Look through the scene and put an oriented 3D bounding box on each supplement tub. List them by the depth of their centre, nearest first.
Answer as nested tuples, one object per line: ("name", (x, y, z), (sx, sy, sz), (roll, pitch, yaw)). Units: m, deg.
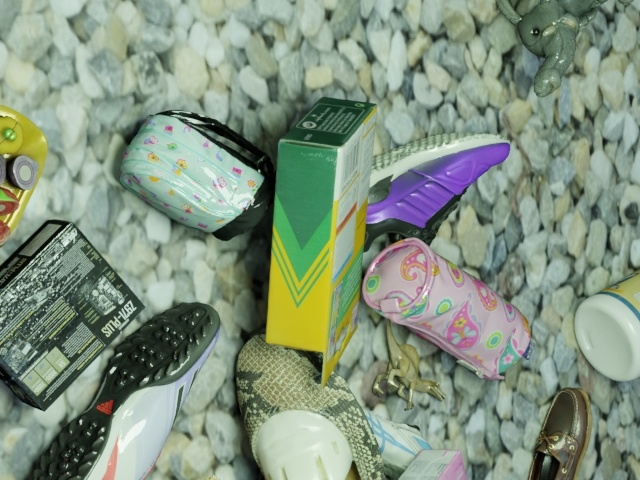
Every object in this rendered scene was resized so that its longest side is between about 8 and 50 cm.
("supplement tub", (0.512, 0.120, 2.163), (0.200, 0.144, 0.144), (-25, 106, -29))

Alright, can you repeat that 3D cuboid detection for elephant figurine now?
("elephant figurine", (0.343, -0.344, 2.028), (0.169, 0.186, 0.239), (40, 99, 7))

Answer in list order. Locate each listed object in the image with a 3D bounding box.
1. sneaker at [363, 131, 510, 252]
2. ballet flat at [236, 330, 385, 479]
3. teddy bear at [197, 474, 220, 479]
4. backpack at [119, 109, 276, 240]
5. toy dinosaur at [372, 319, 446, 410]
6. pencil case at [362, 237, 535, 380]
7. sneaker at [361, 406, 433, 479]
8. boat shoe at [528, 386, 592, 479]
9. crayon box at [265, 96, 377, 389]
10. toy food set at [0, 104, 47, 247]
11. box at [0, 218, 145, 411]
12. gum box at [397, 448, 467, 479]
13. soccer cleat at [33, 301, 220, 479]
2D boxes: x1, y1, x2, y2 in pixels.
("sneaker", (0.143, -0.060, 1.945), (0.293, 0.102, 0.146), (-19, 103, -23))
("ballet flat", (0.015, 0.354, 1.827), (0.164, 0.182, 0.482), (-17, 109, 13))
("teddy bear", (-0.198, 0.461, 1.752), (0.338, 0.113, 0.245), (-29, 110, -28))
("backpack", (-0.156, -0.080, 1.723), (0.182, 0.152, 0.115), (35, 61, -16))
("toy dinosaur", (0.112, 0.180, 1.976), (0.183, 0.053, 0.092), (57, 49, -29))
("pencil case", (0.182, 0.101, 1.934), (0.284, 0.124, 0.124), (35, 74, -44))
("sneaker", (0.091, 0.280, 1.948), (0.237, 0.085, 0.086), (38, 50, -28))
("boat shoe", (0.362, 0.326, 2.123), (0.073, 0.073, 0.206), (10, 88, -35))
("crayon box", (0.000, 0.000, 1.766), (0.203, 0.083, 0.322), (-54, 151, -65))
("toy food set", (-0.392, -0.056, 1.613), (0.128, 0.071, 0.217), (29, 78, -31))
("box", (-0.327, 0.087, 1.660), (0.180, 0.078, 0.147), (-48, 116, -21))
("gum box", (0.141, 0.368, 1.858), (0.188, 0.062, 0.107), (-41, 122, -53))
("soccer cleat", (-0.225, 0.218, 1.734), (0.318, 0.109, 0.116), (-54, 138, -20))
